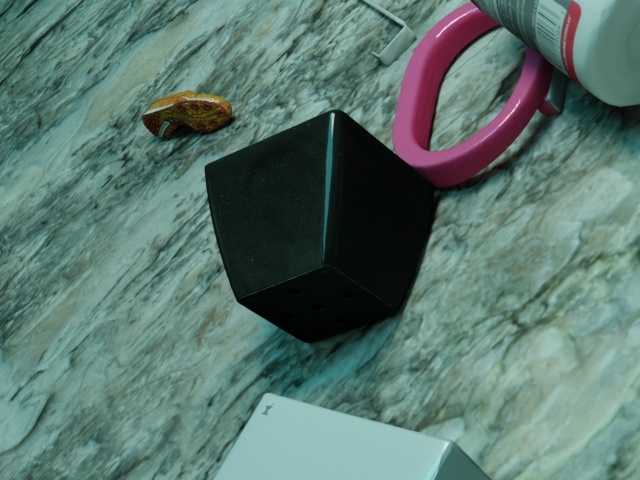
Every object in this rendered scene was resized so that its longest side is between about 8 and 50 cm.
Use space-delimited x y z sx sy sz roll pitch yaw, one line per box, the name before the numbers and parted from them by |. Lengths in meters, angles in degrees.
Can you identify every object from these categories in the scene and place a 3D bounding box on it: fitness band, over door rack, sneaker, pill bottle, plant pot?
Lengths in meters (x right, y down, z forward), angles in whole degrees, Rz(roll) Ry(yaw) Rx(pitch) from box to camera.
fitness band | 0.180 -0.182 1.640 0.209 0.054 0.290 -20 39 33
over door rack | 0.013 -0.397 1.894 0.108 0.239 0.324 -42 32 14
sneaker | -0.186 -0.191 2.042 0.175 0.064 0.067 2 44 45
pill bottle | 0.252 -0.288 1.502 0.176 0.176 0.318 -44 48 1
plant pot | 0.000 0.000 1.533 0.188 0.187 0.167 -22 52 31

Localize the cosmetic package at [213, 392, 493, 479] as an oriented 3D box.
cosmetic package | 0.057 0.249 1.138 0.224 0.224 0.138 6 58 51
